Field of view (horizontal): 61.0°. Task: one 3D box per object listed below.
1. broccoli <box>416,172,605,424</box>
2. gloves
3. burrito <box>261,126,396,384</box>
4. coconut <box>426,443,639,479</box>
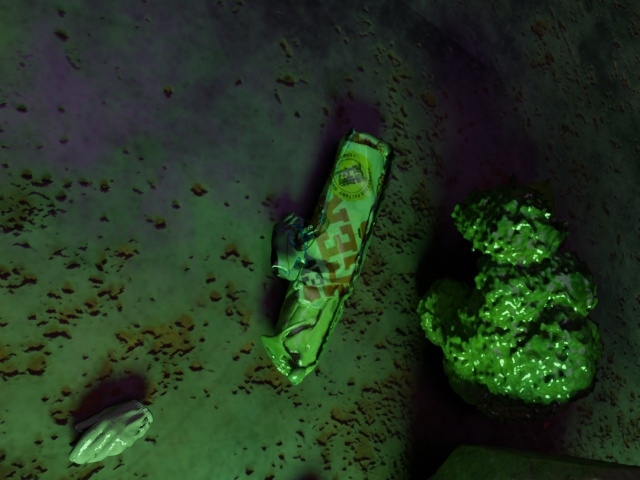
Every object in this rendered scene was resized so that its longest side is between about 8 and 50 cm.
[{"bbox_3d":[0.196,0.044,0.607,0.254,0.186,0.301,39,41,-58],"label":"broccoli"},{"bbox_3d":[-0.174,0.157,0.461,0.044,0.037,0.081,40,69,18],"label":"gloves"},{"bbox_3d":[0.000,0.000,0.558,0.104,0.054,0.287,27,73,-25],"label":"burrito"},{"bbox_3d":[0.233,0.370,0.527,0.298,0.297,0.309,16,71,-27],"label":"coconut"}]
